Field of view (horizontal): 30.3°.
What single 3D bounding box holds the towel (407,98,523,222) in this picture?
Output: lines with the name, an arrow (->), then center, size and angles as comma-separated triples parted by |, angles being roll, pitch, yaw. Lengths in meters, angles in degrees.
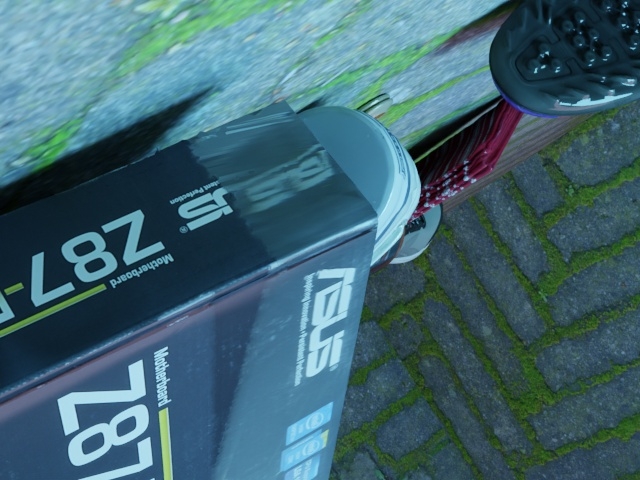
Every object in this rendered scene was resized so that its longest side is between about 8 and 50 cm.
towel -> 0.122, -0.074, 1.402 | 0.275, 0.031, 0.199 | -33, -169, 35

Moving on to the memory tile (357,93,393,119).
memory tile -> -0.017, -0.062, 0.898 | 0.148, 0.012, 0.113 | -30, 176, -31

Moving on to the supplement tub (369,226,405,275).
supplement tub -> 0.000, 0.000, 1.110 | 0.106, 0.106, 0.198 | -34, 176, 27

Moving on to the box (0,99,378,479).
box -> -0.142, 0.134, 0.647 | 0.318, 0.097, 0.395 | -26, 150, -23

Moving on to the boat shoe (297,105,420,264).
boat shoe -> -0.081, 0.046, 0.843 | 0.367, 0.136, 0.156 | -40, 161, 10

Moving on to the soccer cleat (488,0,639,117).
soccer cleat -> 0.238, -0.164, 0.901 | 0.318, 0.108, 0.116 | -34, 174, -28

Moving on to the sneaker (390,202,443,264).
sneaker -> 0.110, -0.017, 1.798 | 0.271, 0.100, 0.108 | -27, 169, -45
